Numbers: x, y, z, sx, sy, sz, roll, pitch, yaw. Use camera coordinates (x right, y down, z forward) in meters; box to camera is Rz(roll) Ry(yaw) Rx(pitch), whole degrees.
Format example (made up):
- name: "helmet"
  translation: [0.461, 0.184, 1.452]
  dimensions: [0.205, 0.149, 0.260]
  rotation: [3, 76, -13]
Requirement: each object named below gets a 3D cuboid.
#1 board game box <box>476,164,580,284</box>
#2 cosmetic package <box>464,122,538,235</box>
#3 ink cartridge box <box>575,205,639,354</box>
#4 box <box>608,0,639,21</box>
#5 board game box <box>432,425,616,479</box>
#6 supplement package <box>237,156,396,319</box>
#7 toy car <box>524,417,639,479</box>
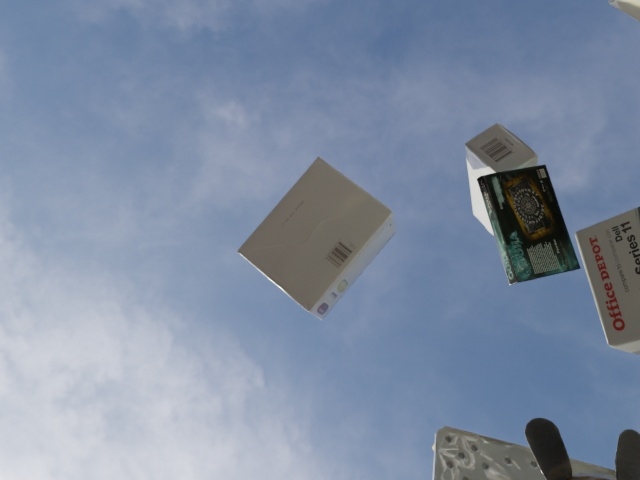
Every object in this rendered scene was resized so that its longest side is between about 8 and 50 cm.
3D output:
- name: "board game box"
  translation: [0.342, -0.028, 0.956]
  dimensions: [0.126, 0.026, 0.186]
  rotation: [-10, -102, -16]
- name: "cosmetic package"
  translation: [0.358, -0.104, 1.140]
  dimensions: [0.085, 0.231, 0.117]
  rotation: [-32, -127, -3]
- name: "ink cartridge box"
  translation: [0.413, 0.027, 0.640]
  dimensions: [0.208, 0.087, 0.153]
  rotation: [-30, -125, 40]
- name: "box"
  translation: [0.404, -0.300, 0.502]
  dimensions: [0.121, 0.311, 0.148]
  rotation: [31, -91, 2]
- name: "board game box"
  translation: [0.332, 0.485, 0.790]
  dimensions: [0.390, 0.390, 0.050]
  rotation: [15, -45, 1]
- name: "supplement package"
  translation: [0.000, 0.000, 1.224]
  dimensions: [0.204, 0.145, 0.262]
  rotation: [39, -94, 17]
- name: "toy car"
  translation: [0.212, 0.242, 0.460]
  dimensions: [0.155, 0.149, 0.188]
  rotation: [7, -114, -1]
